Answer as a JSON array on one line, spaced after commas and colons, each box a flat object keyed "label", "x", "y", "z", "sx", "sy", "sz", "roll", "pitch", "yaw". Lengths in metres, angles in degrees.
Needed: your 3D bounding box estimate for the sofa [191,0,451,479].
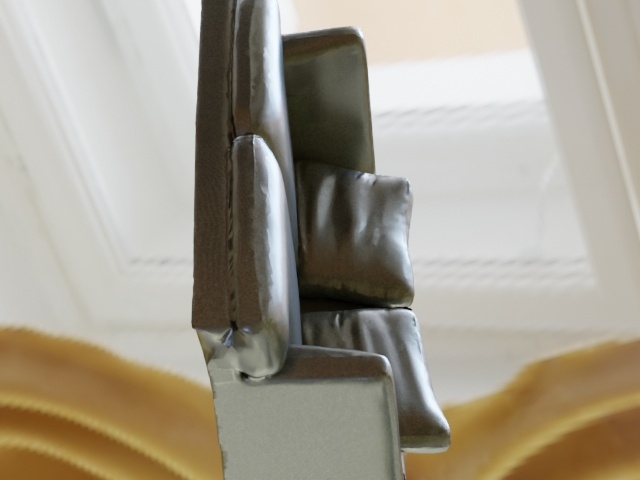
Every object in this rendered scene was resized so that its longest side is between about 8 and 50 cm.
[{"label": "sofa", "x": 0.000, "y": 0.000, "z": 0.513, "sx": 0.060, "sy": 0.085, "sz": 0.147, "roll": -6, "pitch": -140, "yaw": 3}]
